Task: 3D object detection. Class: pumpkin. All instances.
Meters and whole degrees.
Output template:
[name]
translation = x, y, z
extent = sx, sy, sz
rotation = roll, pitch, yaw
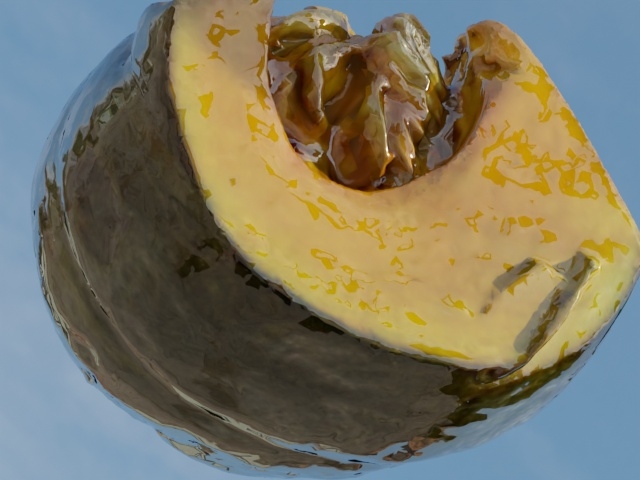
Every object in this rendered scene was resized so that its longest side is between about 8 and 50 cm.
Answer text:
[pumpkin]
translation = 0.000, 0.000, 1.034
extent = 0.225, 0.303, 0.256
rotation = 139, -50, -62
